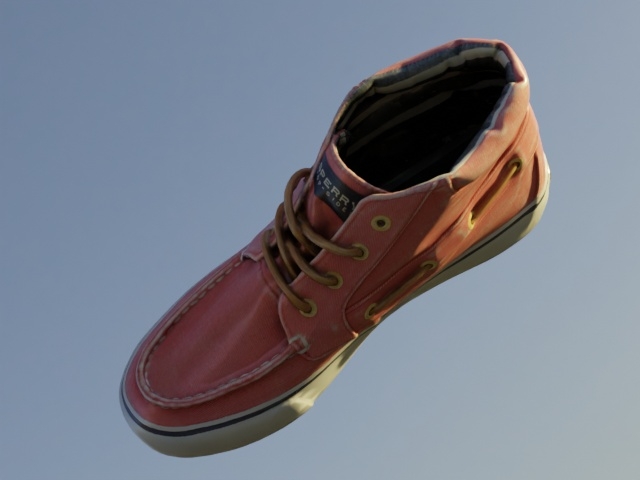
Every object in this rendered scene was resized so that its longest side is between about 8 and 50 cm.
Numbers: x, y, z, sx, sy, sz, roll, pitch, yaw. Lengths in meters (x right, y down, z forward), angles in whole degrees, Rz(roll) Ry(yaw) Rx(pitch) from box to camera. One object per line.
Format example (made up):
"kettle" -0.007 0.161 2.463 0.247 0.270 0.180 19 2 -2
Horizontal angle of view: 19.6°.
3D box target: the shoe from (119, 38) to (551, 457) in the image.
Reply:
"shoe" 0.000 0.000 0.631 0.178 0.063 0.081 -34 -30 -9
